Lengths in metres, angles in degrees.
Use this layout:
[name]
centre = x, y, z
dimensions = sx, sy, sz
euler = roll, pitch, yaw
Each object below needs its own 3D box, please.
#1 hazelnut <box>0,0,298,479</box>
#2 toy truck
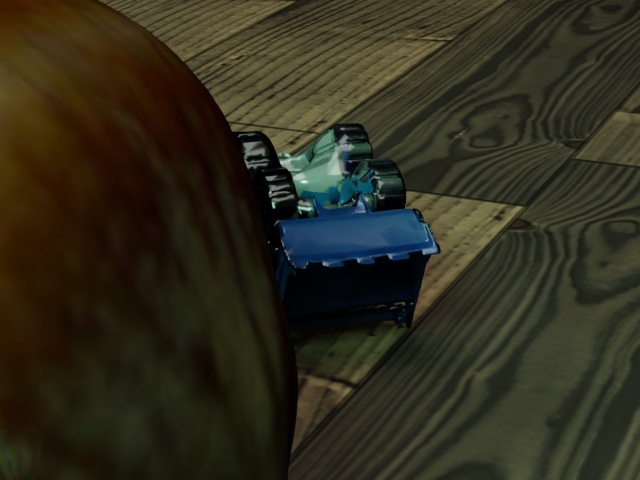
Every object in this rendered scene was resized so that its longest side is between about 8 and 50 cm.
[hazelnut]
centre = -0.187, 0.045, 0.833
dimensions = 0.359, 0.359, 0.409
euler = 4, 22, 13
[toy truck]
centre = 0.000, 0.000, 1.247
dimensions = 0.113, 0.126, 0.208
euler = -6, 26, -15
